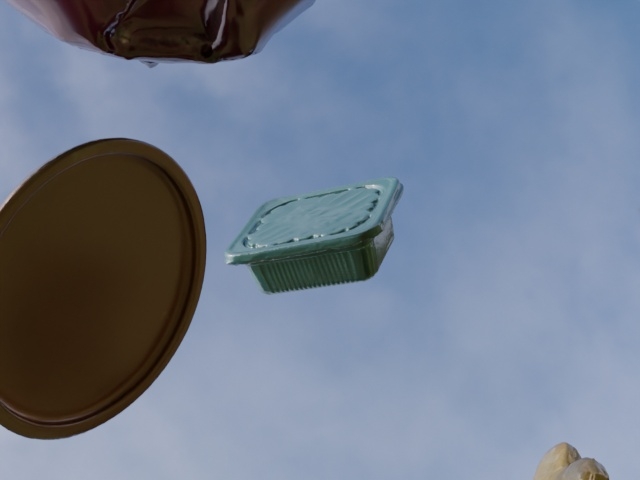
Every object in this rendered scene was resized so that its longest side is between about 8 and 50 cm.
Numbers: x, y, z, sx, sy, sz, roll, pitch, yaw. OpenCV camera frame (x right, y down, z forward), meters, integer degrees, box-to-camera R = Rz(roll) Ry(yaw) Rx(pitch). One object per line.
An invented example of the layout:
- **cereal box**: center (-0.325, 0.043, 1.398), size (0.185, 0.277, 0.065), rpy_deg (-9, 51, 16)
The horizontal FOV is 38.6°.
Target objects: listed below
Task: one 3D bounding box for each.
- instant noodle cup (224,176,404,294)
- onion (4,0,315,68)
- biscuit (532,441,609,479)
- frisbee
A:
- **instant noodle cup**: center (0.000, 0.000, 0.980), size (0.179, 0.157, 0.070), rpy_deg (-9, -68, 20)
- **onion**: center (-0.141, -0.375, 0.724), size (0.398, 0.398, 0.420), rpy_deg (-6, -43, -24)
- **biscuit**: center (0.174, 0.287, 0.805), size (0.030, 0.153, 0.234), rpy_deg (32, -95, 2)
- **frisbee**: center (-0.181, 0.040, 0.732), size (0.250, 0.021, 0.251), rpy_deg (-31, -51, -47)
